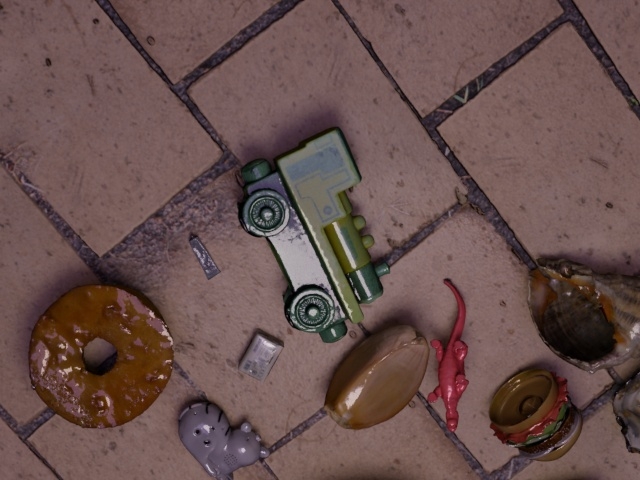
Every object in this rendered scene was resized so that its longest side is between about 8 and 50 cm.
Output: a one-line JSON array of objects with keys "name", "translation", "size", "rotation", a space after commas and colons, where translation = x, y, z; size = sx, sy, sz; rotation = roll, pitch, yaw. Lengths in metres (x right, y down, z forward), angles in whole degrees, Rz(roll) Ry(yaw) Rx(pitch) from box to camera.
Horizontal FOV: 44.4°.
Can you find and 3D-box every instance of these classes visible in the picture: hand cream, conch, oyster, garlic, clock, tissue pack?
[{"name": "hand cream", "translation": [-0.224, 0.031, 1.496], "size": [0.030, 0.019, 0.093], "rotation": [-27, 102, 4]}, {"name": "conch", "translation": [0.524, 0.147, 1.474], "size": [0.291, 0.159, 0.210], "rotation": [34, 89, 32]}, {"name": "oyster", "translation": [0.675, 0.326, 1.542], "size": [0.214, 0.083, 0.223], "rotation": [30, 92, -10]}, {"name": "garlic", "translation": [0.114, 0.250, 1.467], "size": [0.145, 0.164, 0.245], "rotation": [44, 105, 13]}, {"name": "clock", "translation": [-0.190, 0.380, 1.525], "size": [0.117, 0.080, 0.176], "rotation": [-38, 100, 5]}, {"name": "tissue pack", "translation": [-0.115, 0.223, 1.519], "size": [0.062, 0.042, 0.083], "rotation": [28, 98, -4]}]

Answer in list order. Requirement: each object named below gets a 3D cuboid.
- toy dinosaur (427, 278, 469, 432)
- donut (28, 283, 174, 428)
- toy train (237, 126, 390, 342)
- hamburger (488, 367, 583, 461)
[{"name": "toy dinosaur", "translation": [0.258, 0.231, 1.507], "size": [0.070, 0.139, 0.286], "rotation": [-5, 61, 21]}, {"name": "donut", "translation": [-0.405, 0.206, 1.474], "size": [0.277, 0.108, 0.278], "rotation": [0, 100, -1]}, {"name": "toy train", "translation": [0.000, 0.000, 1.439], "size": [0.237, 0.150, 0.369], "rotation": [-26, 101, -3]}, {"name": "hamburger", "translation": [0.417, 0.343, 1.499], "size": [0.175, 0.175, 0.137], "rotation": [-39, 105, 5]}]
